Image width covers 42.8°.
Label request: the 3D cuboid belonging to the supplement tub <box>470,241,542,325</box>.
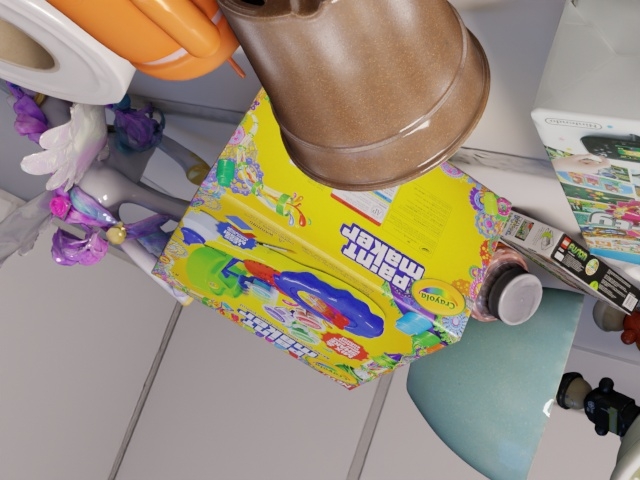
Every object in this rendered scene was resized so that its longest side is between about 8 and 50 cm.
[{"bbox_3d":[0.200,0.040,1.081,0.106,0.106,0.198,28,-176,-35],"label":"supplement tub"}]

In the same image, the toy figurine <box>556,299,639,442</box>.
[{"bbox_3d":[0.481,0.204,1.246,0.209,0.213,0.148,26,177,-42],"label":"toy figurine"}]

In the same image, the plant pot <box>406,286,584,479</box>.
[{"bbox_3d":[0.236,0.185,1.165,0.195,0.290,0.290,18,169,16],"label":"plant pot"}]

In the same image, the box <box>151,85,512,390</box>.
[{"bbox_3d":[0.000,0.000,0.916,0.290,0.177,0.279,31,152,-8],"label":"box"}]

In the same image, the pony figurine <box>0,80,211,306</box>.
[{"bbox_3d":[-0.294,-0.069,1.079,0.363,0.303,0.351,34,-152,-22],"label":"pony figurine"}]

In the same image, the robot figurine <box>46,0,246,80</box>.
[{"bbox_3d":[-0.132,-0.202,0.592,0.158,0.128,0.219,8,163,36],"label":"robot figurine"}]

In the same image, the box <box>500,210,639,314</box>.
[{"bbox_3d":[0.315,0.027,1.047,0.207,0.036,0.114,29,-178,-38],"label":"box"}]

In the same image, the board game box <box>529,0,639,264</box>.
[{"bbox_3d":[0.305,-0.055,0.614,0.224,0.098,0.303,14,168,30],"label":"board game box"}]

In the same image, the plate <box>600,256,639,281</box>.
[{"bbox_3d":[0.466,0.038,0.900,0.278,0.045,0.277,22,169,-5],"label":"plate"}]

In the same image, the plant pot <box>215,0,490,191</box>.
[{"bbox_3d":[0.017,-0.144,0.551,0.167,0.167,0.165,14,160,29],"label":"plant pot"}]

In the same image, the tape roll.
[{"bbox_3d":[-0.301,-0.238,0.772,0.286,0.100,0.286,19,169,4],"label":"tape roll"}]

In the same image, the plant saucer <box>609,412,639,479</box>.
[{"bbox_3d":[0.546,0.214,1.072,0.400,0.400,0.101,32,-153,-47],"label":"plant saucer"}]
